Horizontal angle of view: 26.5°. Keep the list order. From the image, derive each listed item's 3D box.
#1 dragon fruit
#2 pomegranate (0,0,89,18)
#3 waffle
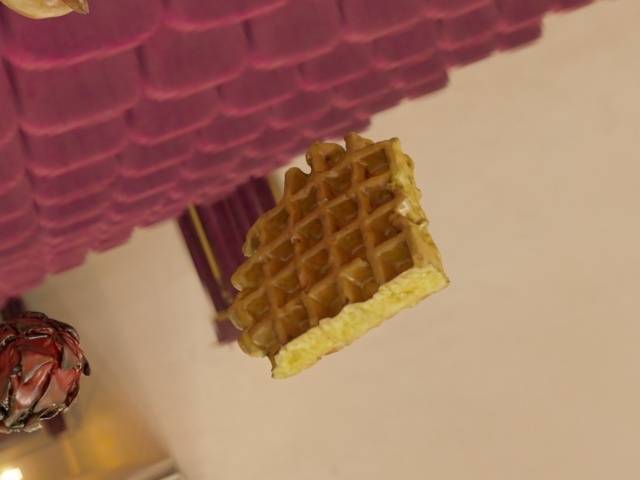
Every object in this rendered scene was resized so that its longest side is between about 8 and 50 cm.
[{"bbox_3d":[-0.446,0.203,2.094,0.182,0.189,0.182,-17,153,-9],"label":"dragon fruit"},{"bbox_3d":[-0.458,-0.465,2.220,0.207,0.207,0.207,-21,-178,1],"label":"pomegranate"},{"bbox_3d":[0.000,0.000,1.301,0.229,0.219,0.057,-31,137,24],"label":"waffle"}]
